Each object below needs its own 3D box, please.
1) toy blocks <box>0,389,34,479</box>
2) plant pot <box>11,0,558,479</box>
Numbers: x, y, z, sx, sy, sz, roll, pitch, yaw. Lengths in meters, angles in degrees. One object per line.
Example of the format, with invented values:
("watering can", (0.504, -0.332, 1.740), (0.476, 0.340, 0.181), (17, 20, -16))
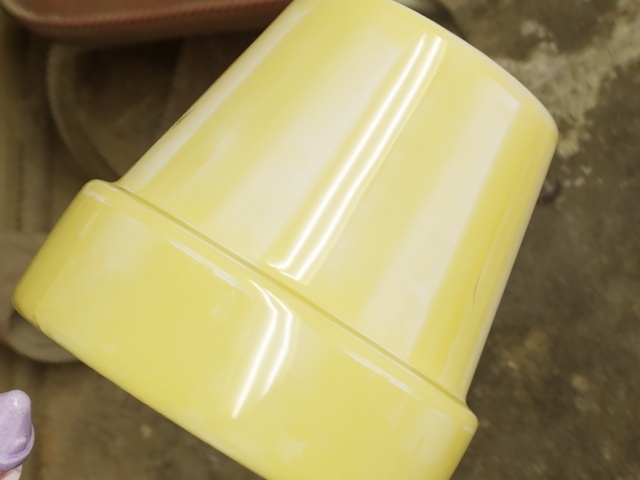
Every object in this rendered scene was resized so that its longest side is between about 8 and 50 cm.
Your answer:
("toy blocks", (-0.357, 0.059, 1.037), (0.260, 0.309, 0.288), (-49, 59, 40))
("plant pot", (0.000, 0.000, 0.882), (0.254, 0.254, 0.239), (28, 84, 33))
